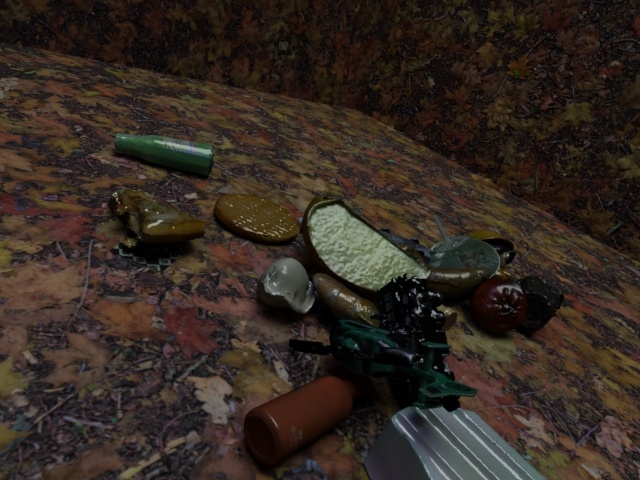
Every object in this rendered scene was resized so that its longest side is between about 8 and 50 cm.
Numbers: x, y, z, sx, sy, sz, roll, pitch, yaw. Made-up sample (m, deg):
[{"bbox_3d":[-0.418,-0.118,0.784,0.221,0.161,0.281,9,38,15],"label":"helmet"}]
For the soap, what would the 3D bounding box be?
[{"bbox_3d":[0.231,0.386,0.610,0.208,0.115,0.347,-5,35,-44],"label":"soap"}]

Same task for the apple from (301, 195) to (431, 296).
[{"bbox_3d":[0.094,0.030,1.134,0.346,0.179,0.254,36,28,-1],"label":"apple"}]

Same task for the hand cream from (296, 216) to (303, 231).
[{"bbox_3d":[-0.001,0.001,1.295,0.052,0.038,0.216,-30,55,-25],"label":"hand cream"}]

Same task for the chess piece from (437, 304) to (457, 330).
[{"bbox_3d":[0.275,0.159,1.165,0.060,0.060,0.172,0,30,-38],"label":"chess piece"}]

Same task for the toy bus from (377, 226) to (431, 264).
[{"bbox_3d":[0.228,0.035,1.327,0.178,0.098,0.087,19,26,-11],"label":"toy bus"}]

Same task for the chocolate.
[{"bbox_3d":[-0.485,-0.279,1.403,0.291,0.110,0.110,10,28,-18],"label":"chocolate"}]

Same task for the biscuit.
[{"bbox_3d":[-0.181,-0.065,1.279,0.254,0.035,0.254,18,26,-9],"label":"biscuit"}]

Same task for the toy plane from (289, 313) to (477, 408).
[{"bbox_3d":[0.101,0.193,0.743,0.155,0.106,0.382,7,0,-34],"label":"toy plane"}]

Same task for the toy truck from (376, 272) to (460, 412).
[{"bbox_3d":[0.183,0.198,0.849,0.088,0.121,0.259,4,64,-19],"label":"toy truck"}]

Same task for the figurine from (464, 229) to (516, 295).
[{"bbox_3d":[0.512,0.067,1.388,0.192,0.167,0.257,-3,26,9],"label":"figurine"}]

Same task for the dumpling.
[{"bbox_3d":[-0.070,0.103,0.966,0.127,0.108,0.188,49,13,0],"label":"dumpling"}]

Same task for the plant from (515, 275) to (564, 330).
[{"bbox_3d":[0.617,0.176,1.300,0.142,0.131,0.203,36,31,25],"label":"plant"}]

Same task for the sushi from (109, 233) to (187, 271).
[{"bbox_3d":[-0.374,0.012,0.990,0.126,0.026,0.120,22,24,1],"label":"sushi"}]

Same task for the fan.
[{"bbox_3d":[0.423,0.034,1.341,0.223,0.012,0.294,3,52,28],"label":"fan"}]

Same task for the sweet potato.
[{"bbox_3d":[0.313,0.096,1.239,0.310,0.124,0.098,17,6,2],"label":"sweet potato"}]

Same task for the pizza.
[{"bbox_3d":[-0.395,-0.068,1.053,0.189,0.071,0.297,-1,19,-43],"label":"pizza"}]

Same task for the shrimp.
[{"bbox_3d":[0.113,0.170,0.990,0.317,0.077,0.168,36,7,5],"label":"shrimp"}]

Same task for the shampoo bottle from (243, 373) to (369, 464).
[{"bbox_3d":[-0.006,0.265,0.712,0.085,0.085,0.244,38,27,31],"label":"shampoo bottle"}]

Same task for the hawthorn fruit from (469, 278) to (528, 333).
[{"bbox_3d":[0.472,0.175,1.209,0.148,0.148,0.172,21,-4,0],"label":"hawthorn fruit"}]
